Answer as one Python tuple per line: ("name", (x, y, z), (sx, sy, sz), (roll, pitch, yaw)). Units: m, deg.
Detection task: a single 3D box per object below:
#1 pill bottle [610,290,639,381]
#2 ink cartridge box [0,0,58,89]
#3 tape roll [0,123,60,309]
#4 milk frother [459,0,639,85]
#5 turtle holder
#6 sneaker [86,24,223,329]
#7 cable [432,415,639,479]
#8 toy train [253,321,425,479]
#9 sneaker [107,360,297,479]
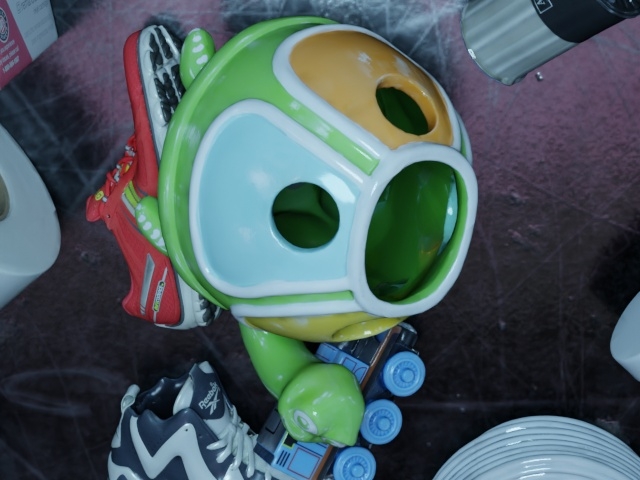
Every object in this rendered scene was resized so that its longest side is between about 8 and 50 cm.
("pill bottle", (0.395, 0.143, 1.153), (0.272, 0.152, 0.152), (40, 108, -10))
("ink cartridge box", (-0.315, -0.267, 1.021), (0.117, 0.207, 0.283), (-8, 110, 6))
("tape roll", (-0.367, -0.020, 1.100), (0.169, 0.246, 0.246), (-38, 104, 17))
("milk frother", (0.212, -0.202, 1.072), (0.143, 0.129, 0.134), (19, 152, -32))
("turtle holder", (-0.009, -0.012, 1.034), (0.243, 0.227, 0.320), (29, 90, -43))
("sneaker", (-0.156, -0.049, 1.152), (0.118, 0.107, 0.279), (0, 108, 17))
("cable", (0.218, 0.301, 1.258), (0.257, 0.089, 0.257), (-30, 106, 14))
("toy train", (0.020, 0.148, 1.194), (0.105, 0.080, 0.184), (30, 86, -21))
("sneaker", (-0.088, 0.190, 1.236), (0.234, 0.094, 0.153), (10, 120, 11))
